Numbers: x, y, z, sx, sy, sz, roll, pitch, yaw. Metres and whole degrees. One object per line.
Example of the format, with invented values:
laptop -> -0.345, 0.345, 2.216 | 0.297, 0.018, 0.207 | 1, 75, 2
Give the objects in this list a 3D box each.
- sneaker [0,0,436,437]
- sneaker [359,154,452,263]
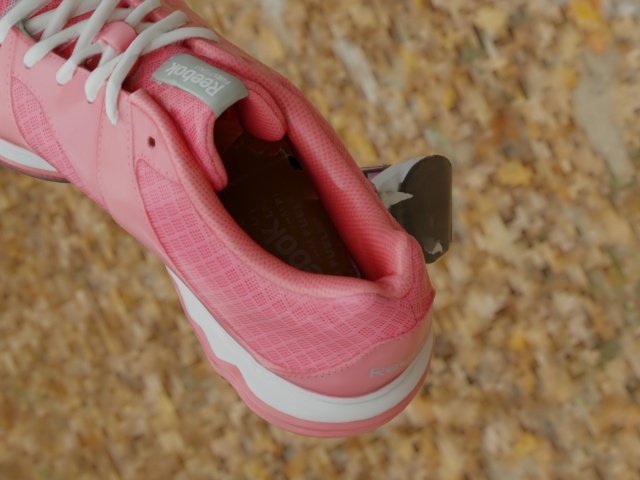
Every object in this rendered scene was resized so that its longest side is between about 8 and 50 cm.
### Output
sneaker -> -0.062, -0.060, 0.823 | 0.314, 0.116, 0.136 | 43, 159, 8
sneaker -> 0.000, 0.000, 0.984 | 0.077, 0.178, 0.072 | -2, 96, 28
